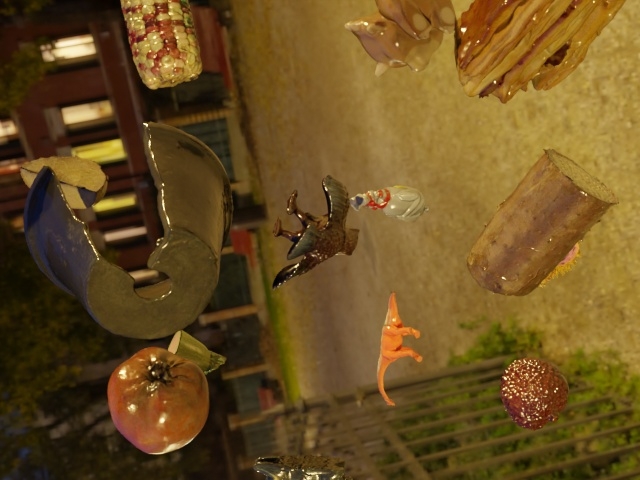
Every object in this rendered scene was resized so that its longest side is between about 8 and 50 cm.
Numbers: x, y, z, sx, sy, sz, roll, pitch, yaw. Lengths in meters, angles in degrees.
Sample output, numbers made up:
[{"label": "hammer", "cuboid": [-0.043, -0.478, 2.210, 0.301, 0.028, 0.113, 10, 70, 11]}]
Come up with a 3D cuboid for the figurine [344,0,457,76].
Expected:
[{"label": "figurine", "cuboid": [0.127, -0.423, 1.625, 0.247, 0.177, 0.173, 51, 149, -13]}]

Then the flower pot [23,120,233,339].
[{"label": "flower pot", "cuboid": [-0.303, 0.020, 1.551, 0.251, 0.379, 0.379, -125, 23, -52]}]

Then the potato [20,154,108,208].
[{"label": "potato", "cuboid": [-0.527, -0.117, 1.874, 0.100, 0.172, 0.089, -75, 0, -49]}]

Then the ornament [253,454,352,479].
[{"label": "ornament", "cuboid": [-0.033, 0.556, 1.840, 0.080, 0.202, 0.236, -55, -35, -74]}]

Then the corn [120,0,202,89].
[{"label": "corn", "cuboid": [-0.210, -0.313, 1.119, 0.086, 0.086, 0.253, 134, 122, -82]}]

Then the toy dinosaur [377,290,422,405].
[{"label": "toy dinosaur", "cuboid": [0.157, 0.224, 1.836, 0.101, 0.055, 0.279, 11, 112, 36]}]

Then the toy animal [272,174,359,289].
[{"label": "toy animal", "cuboid": [0.005, 0.001, 1.524, 0.116, 0.180, 0.218, 44, 112, 50]}]

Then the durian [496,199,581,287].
[{"label": "durian", "cuboid": [0.516, 0.014, 2.168, 0.186, 0.154, 0.260, 110, 151, -53]}]

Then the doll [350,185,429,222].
[{"label": "doll", "cuboid": [0.145, -0.076, 1.797, 0.094, 0.180, 0.079, -36, 56, 53]}]

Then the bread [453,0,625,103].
[{"label": "bread", "cuboid": [0.370, -0.420, 1.487, 0.314, 0.192, 0.370, 127, 161, -47]}]

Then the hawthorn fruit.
[{"label": "hawthorn fruit", "cuboid": [-0.320, 0.335, 1.762, 0.199, 0.200, 0.251, -109, 24, -47]}]

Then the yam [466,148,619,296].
[{"label": "yam", "cuboid": [0.340, -0.021, 1.406, 0.238, 0.128, 0.129, -58, 30, 34]}]

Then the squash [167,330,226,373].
[{"label": "squash", "cuboid": [-0.275, 0.268, 2.009, 0.105, 0.132, 0.105, -53, 23, 34]}]

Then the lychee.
[{"label": "lychee", "cuboid": [0.377, 0.268, 1.591, 0.129, 0.123, 0.123, -126, 25, -61]}]
